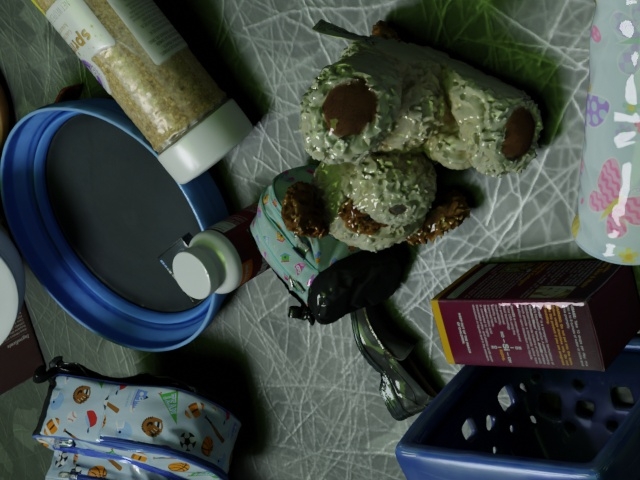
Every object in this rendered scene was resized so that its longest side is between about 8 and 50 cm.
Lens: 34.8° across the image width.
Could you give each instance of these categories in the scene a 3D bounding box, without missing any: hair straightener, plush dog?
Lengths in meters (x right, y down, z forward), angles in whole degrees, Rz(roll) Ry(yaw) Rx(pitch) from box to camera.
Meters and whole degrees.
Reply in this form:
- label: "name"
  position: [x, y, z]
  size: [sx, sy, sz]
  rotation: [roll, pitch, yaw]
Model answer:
- label: "hair straightener"
  position: [-0.394, -0.134, 1.546]
  size: [0.089, 0.047, 0.230]
  rotation: [51, 130, 7]
- label: "plush dog"
  position: [0.065, -0.092, 1.074]
  size: [0.210, 0.262, 0.225]
  rotation: [-122, 42, -52]

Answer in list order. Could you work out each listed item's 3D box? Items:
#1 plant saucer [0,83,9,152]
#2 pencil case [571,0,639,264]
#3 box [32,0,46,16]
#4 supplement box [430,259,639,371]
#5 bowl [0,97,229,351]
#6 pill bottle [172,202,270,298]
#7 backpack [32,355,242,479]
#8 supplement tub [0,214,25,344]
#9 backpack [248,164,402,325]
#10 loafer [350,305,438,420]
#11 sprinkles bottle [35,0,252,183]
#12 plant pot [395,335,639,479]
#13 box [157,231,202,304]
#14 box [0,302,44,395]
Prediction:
- label: "plant saucer"
  position: [-0.570, -0.227, 1.662]
  size: [0.200, 0.037, 0.200]
  rotation: [20, 125, 32]
- label: "pencil case"
  position: [0.288, -0.113, 0.912]
  size: [0.124, 0.113, 0.273]
  rotation: [23, 127, 43]
- label: "box"
  position: [-0.386, -0.385, 1.409]
  size: [0.179, 0.043, 0.105]
  rotation: [47, 135, 8]
- label: "supplement box"
  position: [0.227, 0.077, 1.076]
  size: [0.188, 0.104, 0.081]
  rotation: [-3, 111, 42]
- label: "bowl"
  position: [-0.290, -0.023, 1.467]
  size: [0.391, 0.077, 0.391]
  rotation: [17, 126, 25]
- label: "pill bottle"
  position: [-0.113, 0.015, 1.308]
  size: [0.086, 0.152, 0.086]
  rotation: [21, 125, 32]
- label: "backpack"
  position: [-0.258, 0.293, 1.503]
  size: [0.263, 0.276, 0.213]
  rotation: [-7, 67, 25]
- label: "supplement tub"
  position: [-0.578, 0.049, 1.550]
  size: [0.325, 0.235, 0.235]
  rotation: [-147, 42, -63]
- label: "backpack"
  position: [0.000, 0.000, 1.222]
  size: [0.182, 0.152, 0.115]
  rotation: [49, 131, 27]
- label: "loafer"
  position: [0.091, 0.139, 1.273]
  size: [0.061, 0.062, 0.170]
  rotation: [-23, 100, 24]
- label: "sprinkles bottle"
  position: [-0.236, -0.240, 1.254]
  size: [0.121, 0.121, 0.355]
  rotation: [-28, 104, 46]
- label: "plant pot"
  position: [0.254, 0.243, 1.060]
  size: [0.236, 0.236, 0.212]
  rotation: [-2, 117, 41]
- label: "box"
  position: [-0.171, 0.038, 1.357]
  size: [0.083, 0.018, 0.067]
  rotation: [52, 133, -4]
- label: "box"
  position: [-0.653, 0.084, 1.836]
  size: [0.191, 0.143, 0.381]
  rotation: [4, 116, 40]
